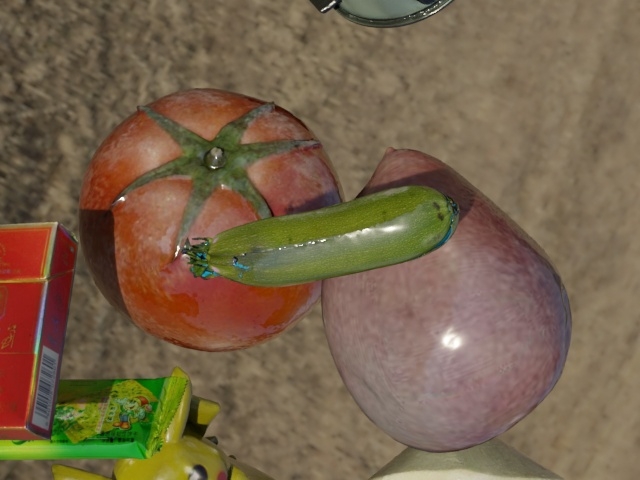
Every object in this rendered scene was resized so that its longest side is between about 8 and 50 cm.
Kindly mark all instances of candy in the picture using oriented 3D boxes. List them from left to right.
[{"bbox_3d":[-0.216,0.160,1.250,0.102,0.178,0.032,-79,162,-48],"label":"candy"}]

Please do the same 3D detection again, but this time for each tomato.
[{"bbox_3d":[-0.105,-0.014,1.367,0.265,0.265,0.265,-42,148,-35],"label":"tomato"}]

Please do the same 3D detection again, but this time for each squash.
[{"bbox_3d":[0.000,0.000,0.888,0.052,0.183,0.052,-10,90,-83],"label":"squash"}]

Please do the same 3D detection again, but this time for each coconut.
[{"bbox_3d":[0.159,0.309,1.505,0.241,0.241,0.241,-42,148,-35],"label":"coconut"}]

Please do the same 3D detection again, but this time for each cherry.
[{"bbox_3d":[0.092,0.058,1.152,0.206,0.239,0.239,-51,156,12],"label":"cherry"}]

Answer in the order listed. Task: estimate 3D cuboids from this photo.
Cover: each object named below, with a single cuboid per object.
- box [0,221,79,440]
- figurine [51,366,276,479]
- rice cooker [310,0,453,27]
[{"bbox_3d":[-0.265,0.074,1.123,0.048,0.112,0.175,50,40,-62],"label":"box"},{"bbox_3d":[-0.168,0.326,1.846,0.218,0.169,0.327,-48,138,-2],"label":"figurine"},{"bbox_3d":[0.089,-0.416,1.824,0.280,0.241,0.227,-40,144,1],"label":"rice cooker"}]
